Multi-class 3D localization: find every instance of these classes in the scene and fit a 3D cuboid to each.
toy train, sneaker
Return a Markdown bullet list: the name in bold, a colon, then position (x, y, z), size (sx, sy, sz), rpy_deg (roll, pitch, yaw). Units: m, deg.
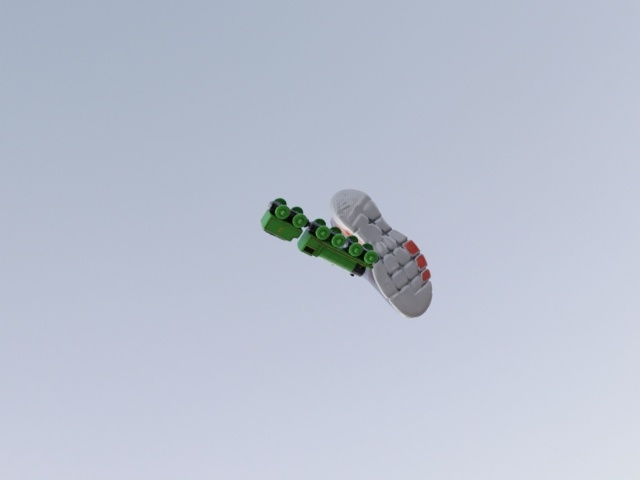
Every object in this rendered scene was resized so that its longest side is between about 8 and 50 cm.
- **toy train**: position (0.000, 0.000, 0.512), size (0.083, 0.017, 0.024), rpy_deg (27, -75, -23)
- **sneaker**: position (0.061, 0.019, 0.861), size (0.061, 0.158, 0.065), rpy_deg (-22, -23, -21)
